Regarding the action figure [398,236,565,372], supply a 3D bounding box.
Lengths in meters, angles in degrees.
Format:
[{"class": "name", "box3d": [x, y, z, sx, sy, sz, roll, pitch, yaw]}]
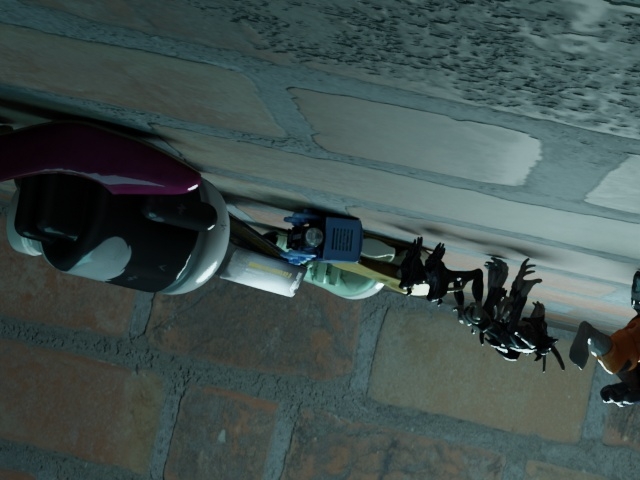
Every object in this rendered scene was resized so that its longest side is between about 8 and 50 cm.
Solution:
[{"class": "action figure", "box3d": [0.258, 0.086, 1.963, 0.276, 0.141, 0.164, 31, 167, -21]}]

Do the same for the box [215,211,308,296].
[{"class": "box", "box3d": [-0.157, -0.003, 2.078, 0.231, 0.056, 0.183, 34, -171, 38]}]

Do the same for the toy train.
[{"class": "toy train", "box3d": [0.000, 0.000, 1.984, 0.105, 0.080, 0.184, 7, 176, -9]}]

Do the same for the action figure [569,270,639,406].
[{"class": "action figure", "box3d": [0.527, 0.122, 1.879, 0.341, 0.178, 0.330, -18, 171, 21]}]

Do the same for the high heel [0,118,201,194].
[{"class": "high heel", "box3d": [-0.332, -0.055, 1.515, 0.377, 0.181, 0.127, 13, 176, -2]}]

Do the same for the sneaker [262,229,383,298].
[{"class": "sneaker", "box3d": [-0.007, 0.041, 2.428, 0.256, 0.094, 0.151, 7, 170, 43]}]

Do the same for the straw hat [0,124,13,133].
[{"class": "straw hat", "box3d": [-0.457, -0.131, 1.673, 0.144, 0.144, 0.061, 8, 133, 50]}]

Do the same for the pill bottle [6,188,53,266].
[{"class": "pill bottle", "box3d": [-0.375, -0.019, 2.260, 0.278, 0.162, 0.162, 11, 176, 16]}]

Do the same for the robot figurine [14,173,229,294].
[{"class": "robot figurine", "box3d": [-0.248, -0.029, 1.725, 0.278, 0.173, 0.209, 16, -155, -37]}]

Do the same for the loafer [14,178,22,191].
[{"class": "loafer", "box3d": [-0.327, -0.085, 1.914, 0.220, 0.080, 0.078, 9, 169, -33]}]

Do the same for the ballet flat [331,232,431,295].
[{"class": "ballet flat", "box3d": [0.115, 0.035, 2.130, 0.232, 0.080, 0.073, 13, 161, -23]}]
